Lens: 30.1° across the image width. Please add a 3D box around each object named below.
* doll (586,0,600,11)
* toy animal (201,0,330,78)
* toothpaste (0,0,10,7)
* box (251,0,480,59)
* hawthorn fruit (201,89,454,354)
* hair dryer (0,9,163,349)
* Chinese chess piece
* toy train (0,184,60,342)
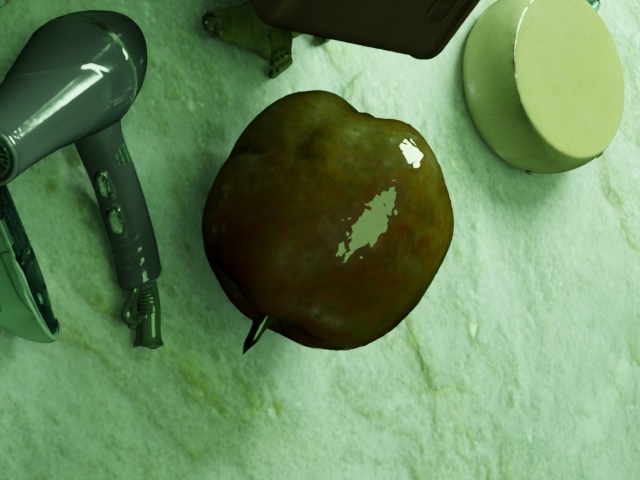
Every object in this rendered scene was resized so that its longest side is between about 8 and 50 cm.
[{"bbox_3d":[0.364,-0.412,1.781,0.179,0.075,0.120,8,118,-19],"label":"doll"},{"bbox_3d":[-0.048,-0.262,1.409,0.218,0.103,0.101,-39,94,-34],"label":"toy animal"},{"bbox_3d":[-0.331,-0.265,1.190,0.267,0.050,0.065,-47,117,-32],"label":"toothpaste"},{"bbox_3d":[0.030,-0.399,1.322,0.229,0.239,0.339,1,54,-36],"label":"box"},{"bbox_3d":[0.000,0.000,1.294,0.268,0.267,0.301,43,61,-28],"label":"hawthorn fruit"},{"bbox_3d":[-0.221,-0.035,1.193,0.301,0.121,0.361,-64,142,-58],"label":"hair dryer"},{"bbox_3d":[0.319,-0.227,1.691,0.273,0.102,0.273,7,79,-39],"label":"Chinese chess piece"},{"bbox_3d":[-0.351,-0.072,1.102,0.088,0.086,0.407,-17,112,0],"label":"toy train"}]
